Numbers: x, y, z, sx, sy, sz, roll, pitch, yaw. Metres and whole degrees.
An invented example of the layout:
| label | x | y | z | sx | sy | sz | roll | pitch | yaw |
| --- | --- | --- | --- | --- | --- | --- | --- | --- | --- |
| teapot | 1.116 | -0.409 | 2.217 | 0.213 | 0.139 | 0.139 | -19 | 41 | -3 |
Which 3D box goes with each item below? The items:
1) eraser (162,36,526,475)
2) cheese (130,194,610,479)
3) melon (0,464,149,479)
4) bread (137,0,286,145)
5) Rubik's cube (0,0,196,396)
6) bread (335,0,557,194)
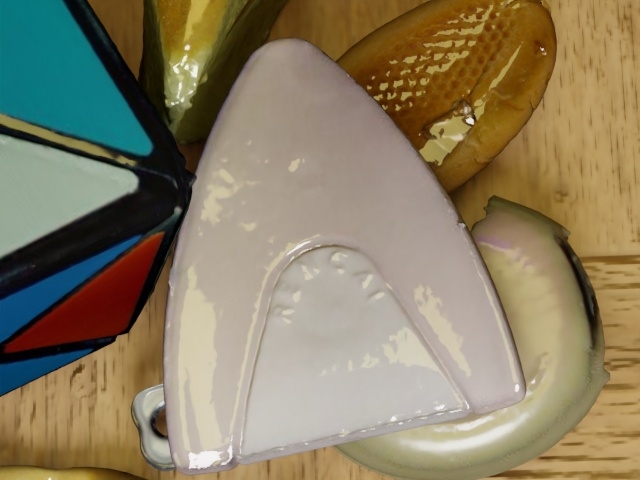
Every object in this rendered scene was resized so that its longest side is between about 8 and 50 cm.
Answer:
| label | x | y | z | sx | sy | sz | roll | pitch | yaw |
| --- | --- | --- | --- | --- | --- | --- | --- | --- | --- |
| eraser | 0.001 | 0.000 | 1.115 | 0.204 | 0.059 | 0.243 | -13 | 72 | 12 |
| cheese | 0.026 | 0.075 | 1.161 | 0.286 | 0.082 | 0.163 | -13 | 76 | 2 |
| melon | -0.159 | 0.198 | 1.158 | 0.160 | 0.079 | 0.128 | 9 | 98 | 4 |
| bread | -0.002 | -0.235 | 1.152 | 0.245 | 0.233 | 0.361 | -3 | 83 | 2 |
| Rubik's cube | -0.245 | -0.035 | 1.088 | 0.248 | 0.246 | 0.250 | -28 | 78 | -22 |
| bread | 0.065 | -0.083 | 1.192 | 0.189 | 0.077 | 0.114 | -35 | 59 | -2 |
